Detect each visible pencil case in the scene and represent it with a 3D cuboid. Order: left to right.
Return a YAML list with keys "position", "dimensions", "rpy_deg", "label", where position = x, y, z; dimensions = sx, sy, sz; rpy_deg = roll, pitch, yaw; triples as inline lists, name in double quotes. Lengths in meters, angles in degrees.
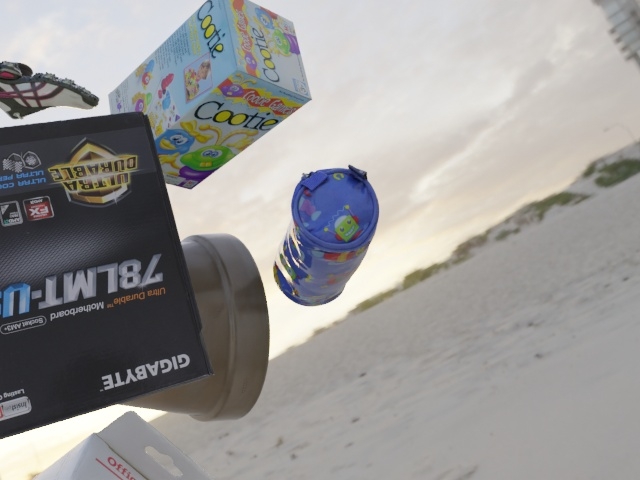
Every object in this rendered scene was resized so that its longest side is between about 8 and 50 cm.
- position: [0.000, 0.000, 1.208]
  dimensions: [0.119, 0.133, 0.306]
  rpy_deg: [-29, -14, -17]
  label: "pencil case"

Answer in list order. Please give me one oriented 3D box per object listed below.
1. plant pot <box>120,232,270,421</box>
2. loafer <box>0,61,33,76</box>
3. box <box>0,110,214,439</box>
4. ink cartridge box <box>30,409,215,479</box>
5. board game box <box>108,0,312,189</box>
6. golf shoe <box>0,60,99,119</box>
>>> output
- position: [-0.278, 0.150, 1.371]
  dimensions: [0.280, 0.323, 0.323]
  rpy_deg: [-2, -24, -32]
  label: "plant pot"
- position: [-0.770, -0.381, 1.978]
  dimensions: [0.080, 0.078, 0.220]
  rpy_deg: [0, 8, 25]
  label: "loafer"
- position: [-0.282, 0.034, 0.829]
  dimensions: [0.296, 0.293, 0.073]
  rpy_deg: [-12, -7, -31]
  label: "box"
- position: [-0.331, 0.420, 1.196]
  dimensions: [0.353, 0.207, 0.119]
  rpy_deg: [-39, 16, 21]
  label: "ink cartridge box"
- position: [-0.167, -0.209, 1.215]
  dimensions: [0.275, 0.144, 0.142]
  rpy_deg: [-31, -29, 36]
  label: "board game box"
- position: [-0.625, -0.315, 1.828]
  dimensions: [0.273, 0.120, 0.105]
  rpy_deg: [14, 9, -12]
  label: "golf shoe"
